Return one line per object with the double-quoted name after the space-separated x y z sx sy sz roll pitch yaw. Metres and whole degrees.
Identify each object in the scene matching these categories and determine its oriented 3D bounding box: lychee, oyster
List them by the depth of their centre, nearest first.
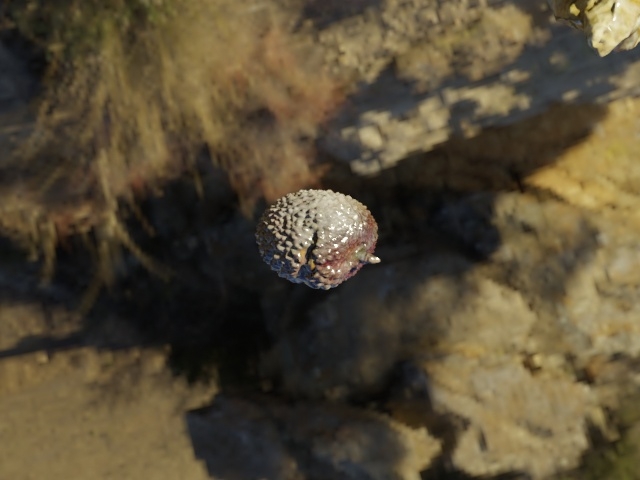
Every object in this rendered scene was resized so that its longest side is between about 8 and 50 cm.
0.000 0.000 0.974 0.083 0.068 0.067 20 158 13 "lychee"
0.218 -0.255 1.169 0.166 0.341 0.110 21 125 6 "oyster"
